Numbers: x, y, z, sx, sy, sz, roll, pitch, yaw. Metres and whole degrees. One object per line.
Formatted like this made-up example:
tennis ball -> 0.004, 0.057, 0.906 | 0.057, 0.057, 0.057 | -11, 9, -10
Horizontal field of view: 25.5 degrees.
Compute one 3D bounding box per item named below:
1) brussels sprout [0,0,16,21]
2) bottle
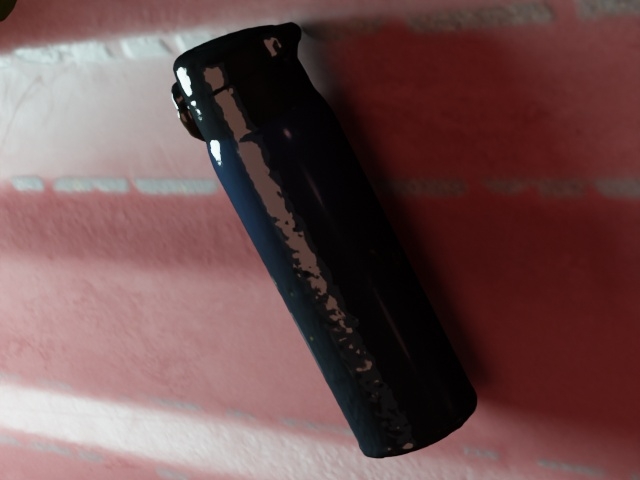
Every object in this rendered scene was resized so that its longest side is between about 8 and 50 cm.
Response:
brussels sprout -> -0.219, -0.214, 0.665 | 0.227, 0.259, 0.294 | 12, 171, -4
bottle -> 0.000, 0.000, 0.765 | 0.082, 0.072, 0.244 | -19, 105, 29
